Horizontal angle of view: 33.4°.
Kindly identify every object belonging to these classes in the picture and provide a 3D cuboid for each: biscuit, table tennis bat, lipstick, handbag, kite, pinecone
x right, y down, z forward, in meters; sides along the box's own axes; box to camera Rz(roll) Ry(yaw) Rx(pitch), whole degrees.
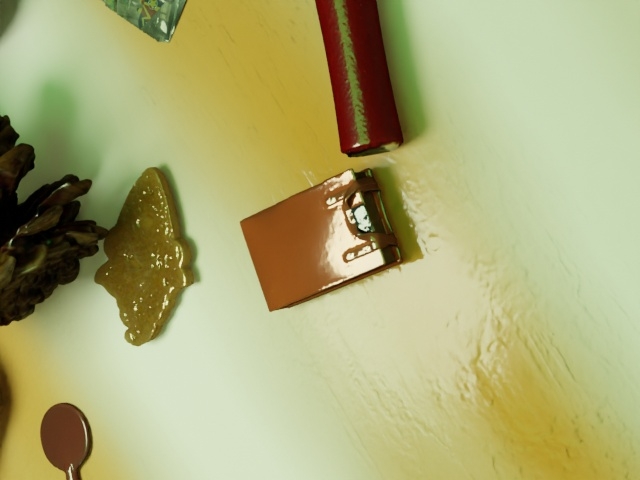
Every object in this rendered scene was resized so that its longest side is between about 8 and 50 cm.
[{"bbox_3d":[-0.241,0.022,1.478,0.162,0.035,0.250,10,99,24],"label":"biscuit"},{"bbox_3d":[-0.375,0.318,1.583,0.098,0.019,0.155,-16,82,29],"label":"table tennis bat"},{"bbox_3d":[0.042,-0.222,1.274,0.080,0.080,0.241,-12,88,30],"label":"lipstick"},{"bbox_3d":[0.000,0.000,1.325,0.190,0.063,0.127,-25,80,33],"label":"handbag"},{"bbox_3d":[-0.282,-0.369,1.489,0.245,0.015,0.141,21,102,24],"label":"kite"},{"bbox_3d":[-0.504,-0.037,1.427,0.384,0.384,0.384,2,94,30],"label":"pinecone"}]
